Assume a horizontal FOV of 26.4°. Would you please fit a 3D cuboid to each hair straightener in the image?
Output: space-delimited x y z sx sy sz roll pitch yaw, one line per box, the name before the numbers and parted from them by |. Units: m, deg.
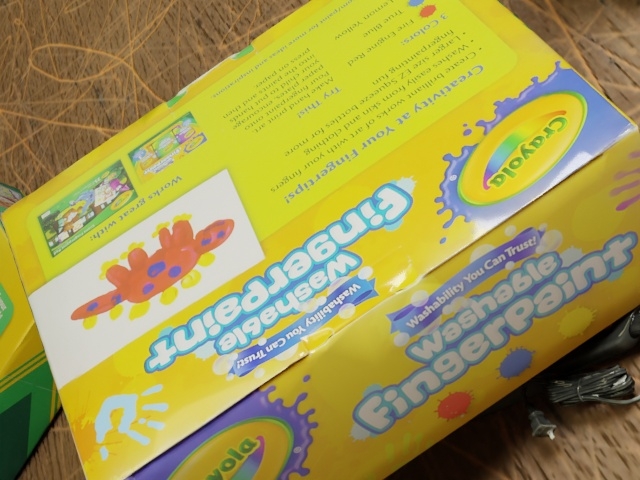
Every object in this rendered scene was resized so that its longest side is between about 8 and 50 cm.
hair straightener | 0.186 0.111 1.039 0.230 0.047 0.089 -18 57 37

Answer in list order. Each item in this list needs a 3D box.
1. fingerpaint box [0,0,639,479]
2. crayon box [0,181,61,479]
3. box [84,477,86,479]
fingerpaint box | 0.000 0.000 1.089 0.445 0.163 0.371 -35 40 1
crayon box | -0.430 0.127 1.671 0.313 0.106 0.363 -55 40 9
box | -0.208 0.277 1.400 0.136 0.028 0.081 33 96 54
